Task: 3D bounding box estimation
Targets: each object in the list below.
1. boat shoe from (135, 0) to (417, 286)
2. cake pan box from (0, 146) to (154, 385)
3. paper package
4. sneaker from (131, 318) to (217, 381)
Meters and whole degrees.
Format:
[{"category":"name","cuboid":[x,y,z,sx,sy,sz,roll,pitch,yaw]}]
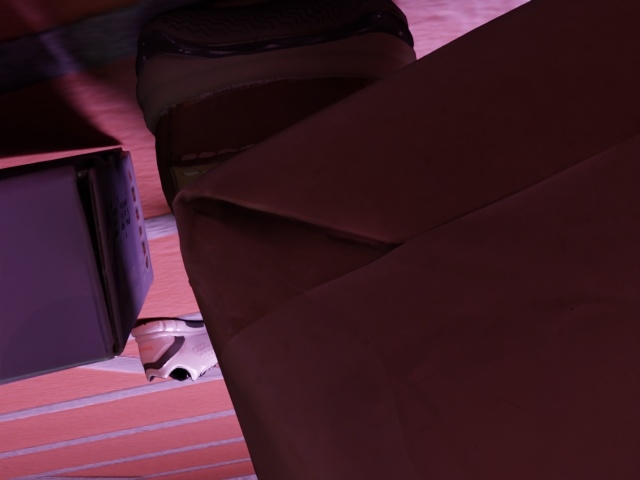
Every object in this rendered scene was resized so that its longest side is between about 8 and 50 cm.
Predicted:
[{"category":"boat shoe","cuboid":[0.000,0.000,0.732,0.122,0.120,0.324,-10,168,10]},{"category":"cake pan box","cuboid":[-0.187,0.021,0.653,0.246,0.070,0.267,-14,-175,-3]},{"category":"paper package","cuboid":[0.134,0.040,0.575,0.309,0.168,0.325,-26,160,-7]},{"category":"sneaker","cuboid":[-0.088,0.079,1.273,0.109,0.044,0.040,1,164,-46]}]
